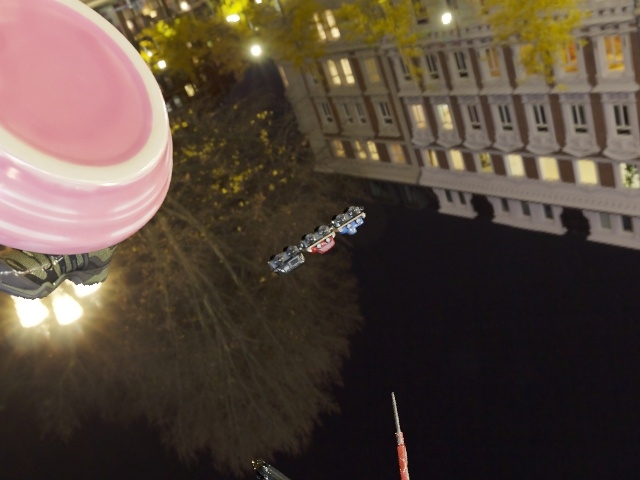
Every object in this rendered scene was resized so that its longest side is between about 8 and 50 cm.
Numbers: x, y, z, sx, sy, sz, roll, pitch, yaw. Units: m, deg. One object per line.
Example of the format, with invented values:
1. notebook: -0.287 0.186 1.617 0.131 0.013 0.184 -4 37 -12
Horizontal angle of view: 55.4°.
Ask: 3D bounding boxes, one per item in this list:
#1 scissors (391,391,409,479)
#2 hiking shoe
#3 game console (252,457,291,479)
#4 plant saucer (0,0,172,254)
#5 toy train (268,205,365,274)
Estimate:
1. scissors: 0.199 0.504 1.512 0.021 0.297 0.109 -5 -139 9
2. hiking shoe: -0.354 0.007 0.816 0.086 0.114 0.227 30 -169 11
3. game console: -0.025 0.653 1.514 0.044 0.361 0.213 -54 -170 -18
4. plant saucer: -0.289 -0.149 0.644 0.084 0.332 0.332 -30 -164 35
5. toy train: 0.000 0.000 0.834 0.158 0.036 0.027 -33 -169 -20
